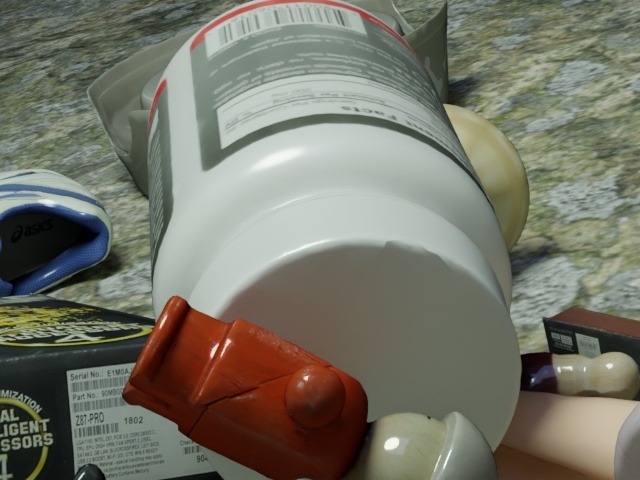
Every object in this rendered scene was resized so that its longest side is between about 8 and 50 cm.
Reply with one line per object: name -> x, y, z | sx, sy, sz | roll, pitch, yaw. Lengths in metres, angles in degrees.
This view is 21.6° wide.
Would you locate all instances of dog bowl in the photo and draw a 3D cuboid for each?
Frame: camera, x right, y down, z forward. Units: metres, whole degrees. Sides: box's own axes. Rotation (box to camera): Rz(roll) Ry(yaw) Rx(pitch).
dog bowl -> -0.039, -0.138, 1.564 | 0.349, 0.102, 0.349 | -15, 19, 5

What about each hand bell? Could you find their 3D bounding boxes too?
hand bell -> 0.050, 0.002, 1.024 | 0.126, 0.126, 0.242 | -10, 14, 17

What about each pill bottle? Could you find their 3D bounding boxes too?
pill bottle -> 0.000, 0.000, 0.790 | 0.161, 0.161, 0.283 | -16, 27, 1

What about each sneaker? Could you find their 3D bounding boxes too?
sneaker -> -0.308, 0.018, 1.335 | 0.296, 0.112, 0.131 | -25, 21, -22

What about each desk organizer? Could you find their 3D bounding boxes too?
desk organizer -> 0.187, 0.063, 0.909 | 0.050, 0.047, 0.130 | -26, 21, -32

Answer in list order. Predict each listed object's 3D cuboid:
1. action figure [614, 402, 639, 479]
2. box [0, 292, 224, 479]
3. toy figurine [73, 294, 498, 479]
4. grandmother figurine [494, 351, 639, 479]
action figure -> 0.264, 0.084, 0.461 | 0.276, 0.248, 0.370 | -15, 24, -7
box -> -0.281, 0.099, 0.901 | 0.395, 0.097, 0.318 | -6, 3, -27
toy figurine -> -0.036, 0.149, 0.581 | 0.148, 0.213, 0.209 | 27, 19, -3
grandmother figurine -> 0.074, 0.102, 0.817 | 0.208, 0.104, 0.342 | -19, 20, -36
